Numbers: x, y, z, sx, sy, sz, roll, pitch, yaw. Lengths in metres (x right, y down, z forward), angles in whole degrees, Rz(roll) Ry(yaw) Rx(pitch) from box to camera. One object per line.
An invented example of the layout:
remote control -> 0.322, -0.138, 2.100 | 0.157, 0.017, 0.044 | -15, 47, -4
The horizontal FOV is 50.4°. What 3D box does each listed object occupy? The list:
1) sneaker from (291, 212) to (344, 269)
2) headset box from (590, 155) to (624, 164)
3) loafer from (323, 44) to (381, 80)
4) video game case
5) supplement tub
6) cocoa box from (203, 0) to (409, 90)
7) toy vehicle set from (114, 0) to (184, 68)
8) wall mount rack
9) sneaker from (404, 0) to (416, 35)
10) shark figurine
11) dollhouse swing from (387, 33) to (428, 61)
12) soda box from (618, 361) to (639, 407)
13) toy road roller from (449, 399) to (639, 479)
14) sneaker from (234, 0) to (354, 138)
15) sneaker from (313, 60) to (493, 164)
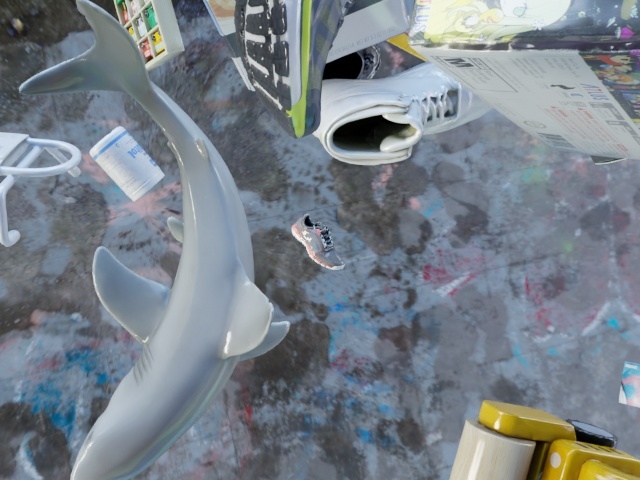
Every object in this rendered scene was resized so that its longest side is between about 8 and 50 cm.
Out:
sneaker -> 0.000, 0.000, 1.523 | 0.158, 0.061, 0.065 | 44, 122, 18
headset box -> 0.395, -0.252, 0.785 | 0.283, 0.131, 0.246 | -30, 99, -24
loafer -> 0.028, -0.270, 1.106 | 0.302, 0.095, 0.109 | -32, 118, -47
video game case -> 0.191, -0.081, 0.353 | 0.232, 0.210, 0.042 | 11, 90, -53
supplement tub -> -0.316, -0.125, 1.111 | 0.071, 0.071, 0.107 | -43, 105, -9
cocoa box -> -0.056, -0.420, 0.891 | 0.231, 0.228, 0.347 | -19, 53, 6
toy vehicle set -> -0.345, -0.432, 1.348 | 0.035, 0.267, 0.166 | -20, 102, -25
wall mount rack -> -0.521, -0.107, 1.027 | 0.350, 0.304, 0.131 | 6, 119, -3
sneaker -> 0.201, -0.366, 0.890 | 0.103, 0.111, 0.252 | 11, 124, -48
shark figurine -> -0.069, 0.009, 0.404 | 0.166, 0.116, 0.278 | -9, 103, -31
dollhouse swing -> 0.292, -0.584, 1.610 | 0.346, 0.305, 0.315 | 28, 106, 0
soda box -> 0.476, 0.199, 0.855 | 0.063, 0.183, 0.058 | 14, 84, -32
toy road roller -> 0.396, 0.403, 1.092 | 0.329, 0.240, 0.203 | 15, 90, -22
sneaker -> 0.008, -0.220, 0.534 | 0.121, 0.111, 0.300 | -10, 128, -26
sneaker -> 0.129, -0.162, 0.895 | 0.292, 0.169, 0.108 | -11, 120, -7
